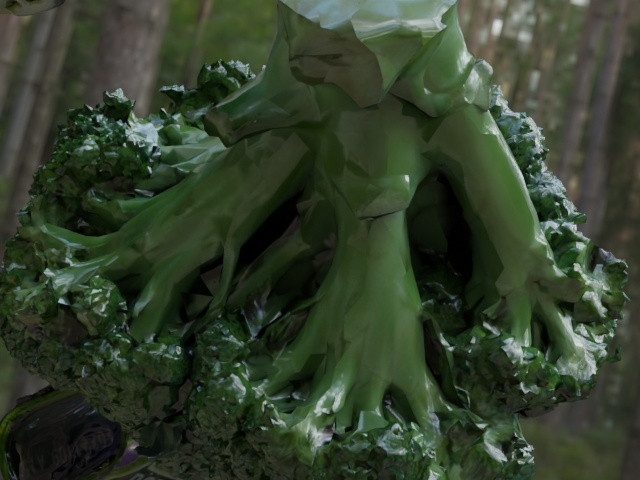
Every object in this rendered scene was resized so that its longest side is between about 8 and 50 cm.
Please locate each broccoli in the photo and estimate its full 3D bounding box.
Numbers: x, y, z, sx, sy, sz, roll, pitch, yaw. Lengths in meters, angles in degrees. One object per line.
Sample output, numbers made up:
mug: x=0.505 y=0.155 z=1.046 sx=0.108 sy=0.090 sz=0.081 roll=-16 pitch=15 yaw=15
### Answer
broccoli: x=0.000 y=0.000 z=0.771 sx=0.270 sy=0.270 sz=0.270 roll=13 pitch=-44 yaw=4

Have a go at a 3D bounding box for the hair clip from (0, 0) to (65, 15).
hair clip: x=-0.157 y=-0.113 z=0.807 sx=0.116 sy=0.049 sz=0.172 roll=-16 pitch=-17 yaw=-23

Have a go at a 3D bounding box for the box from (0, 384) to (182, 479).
box: x=-0.120 y=0.191 z=1.604 sx=0.134 sy=0.097 sz=0.345 roll=-33 pitch=-27 yaw=18
